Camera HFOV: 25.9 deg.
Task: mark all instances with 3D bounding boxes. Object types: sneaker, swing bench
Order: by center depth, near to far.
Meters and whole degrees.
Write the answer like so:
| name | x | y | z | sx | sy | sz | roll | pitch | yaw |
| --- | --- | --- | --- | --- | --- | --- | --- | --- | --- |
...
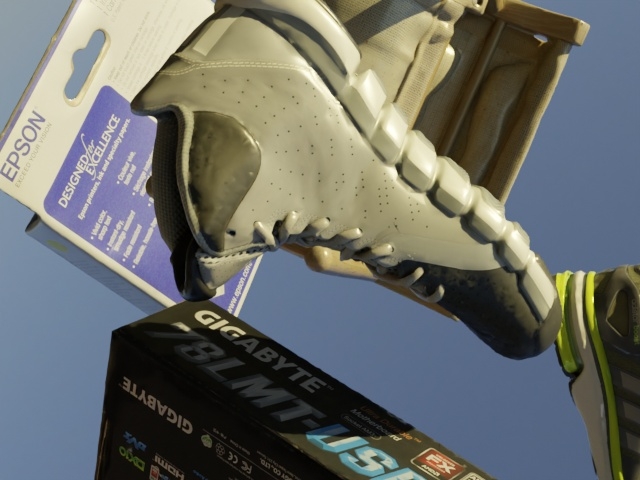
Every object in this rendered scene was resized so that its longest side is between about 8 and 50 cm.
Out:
| name | x | y | z | sx | sy | sz | roll | pitch | yaw |
| --- | --- | --- | --- | --- | --- | --- | --- | --- | --- |
| sneaker | 0.000 | 0.000 | 0.639 | 0.132 | 0.229 | 0.086 | -46 | -169 | -18 |
| swing bench | 0.044 | -0.099 | 1.021 | 0.165 | 0.254 | 0.253 | 25 | -88 | 29 |
| sneaker | 0.288 | 0.156 | 1.168 | 0.121 | 0.300 | 0.111 | -19 | -174 | 21 |

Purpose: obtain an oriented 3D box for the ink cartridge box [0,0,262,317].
| name | x | y | z | sx | sy | sz | roll | pitch | yaw |
| --- | --- | --- | --- | --- | --- | --- | --- | --- | --- |
| ink cartridge box | -0.159 | -0.099 | 1.358 | 0.072 | 0.307 | 0.304 | -9 | -129 | 49 |

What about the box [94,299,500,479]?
| name | x | y | z | sx | sy | sz | roll | pitch | yaw |
| --- | --- | --- | --- | --- | --- | --- | --- | --- | --- |
| box | -0.004 | 0.222 | 0.724 | 0.295 | 0.293 | 0.073 | 28 | -147 | 31 |
